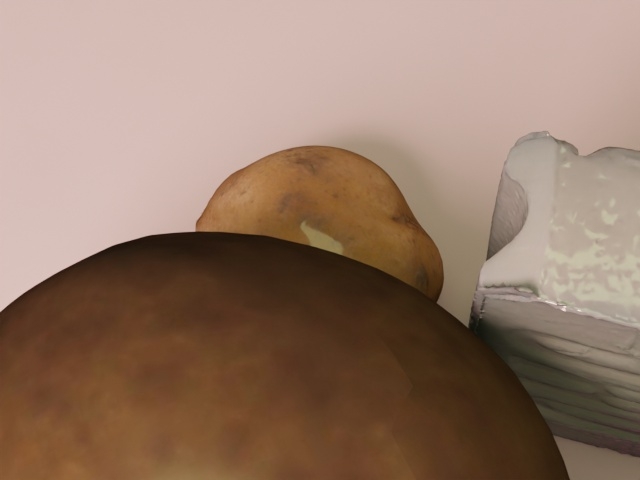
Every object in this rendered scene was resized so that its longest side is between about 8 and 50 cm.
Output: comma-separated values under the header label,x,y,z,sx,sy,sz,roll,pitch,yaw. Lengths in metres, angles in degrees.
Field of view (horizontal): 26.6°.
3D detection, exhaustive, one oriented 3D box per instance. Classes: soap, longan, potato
label,x,y,z,sx,sy,sz,roll,pitch,yaw
soap,0.151,0.041,0.676,0.150,0.261,0.094,9,73,7
longan,-0.044,0.141,0.619,0.319,0.319,0.318,-1,68,3
potato,0.002,0.002,0.785,0.147,0.112,0.112,29,73,9
